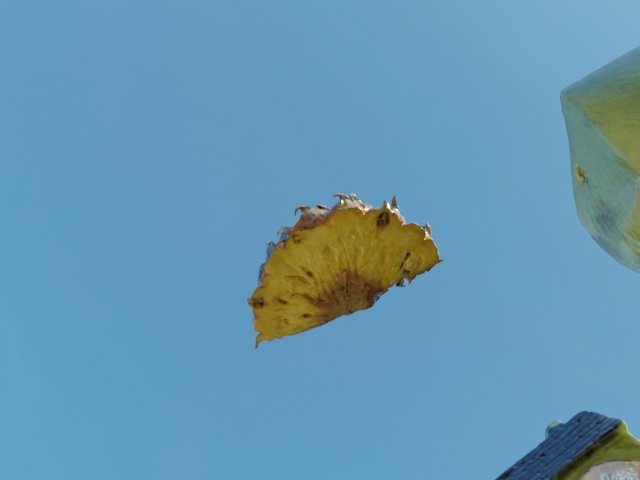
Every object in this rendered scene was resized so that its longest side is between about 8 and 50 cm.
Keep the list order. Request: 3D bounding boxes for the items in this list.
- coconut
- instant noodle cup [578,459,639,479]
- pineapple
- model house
[{"bbox_3d":[0.406,-0.090,0.782,0.329,0.328,0.281,27,-90,3],"label":"coconut"},{"bbox_3d":[0.234,0.301,0.592,0.169,0.168,0.185,23,-50,4],"label":"instant noodle cup"},{"bbox_3d":[0.005,-0.002,0.901,0.250,0.164,0.139,-23,-59,11],"label":"pineapple"},{"bbox_3d":[0.295,0.314,0.816,0.194,0.211,0.170,-33,-51,-13],"label":"model house"}]
